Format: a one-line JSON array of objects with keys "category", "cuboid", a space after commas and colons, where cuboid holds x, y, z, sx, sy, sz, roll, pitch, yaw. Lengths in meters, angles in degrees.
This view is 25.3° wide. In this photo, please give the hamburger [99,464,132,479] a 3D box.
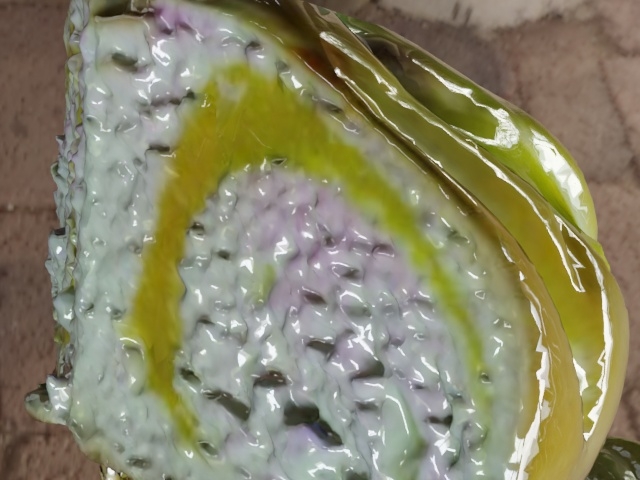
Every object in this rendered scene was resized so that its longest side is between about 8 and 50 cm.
[{"category": "hamburger", "cuboid": [-0.075, 0.102, 0.774, 0.102, 0.176, 0.087, 25, 10, -25]}]

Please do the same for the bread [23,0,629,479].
[{"category": "bread", "cuboid": [-0.004, -0.004, 0.452, 0.261, 0.158, 0.156, 21, 19, 36]}]

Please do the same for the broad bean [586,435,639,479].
[{"category": "broad bean", "cuboid": [0.147, 0.178, 0.859, 0.082, 0.174, 0.124, 31, 58, -34]}]
